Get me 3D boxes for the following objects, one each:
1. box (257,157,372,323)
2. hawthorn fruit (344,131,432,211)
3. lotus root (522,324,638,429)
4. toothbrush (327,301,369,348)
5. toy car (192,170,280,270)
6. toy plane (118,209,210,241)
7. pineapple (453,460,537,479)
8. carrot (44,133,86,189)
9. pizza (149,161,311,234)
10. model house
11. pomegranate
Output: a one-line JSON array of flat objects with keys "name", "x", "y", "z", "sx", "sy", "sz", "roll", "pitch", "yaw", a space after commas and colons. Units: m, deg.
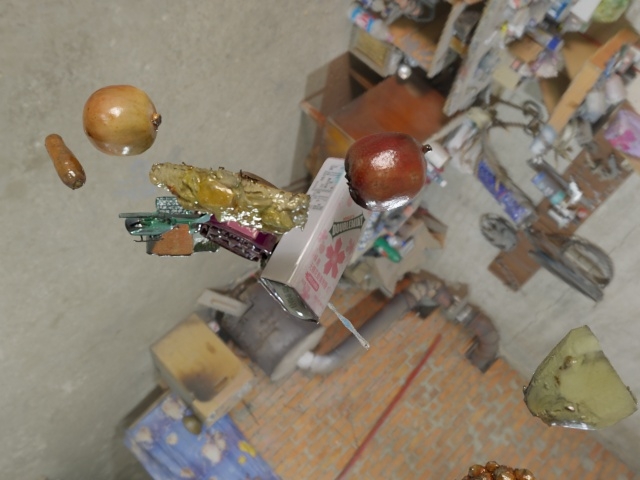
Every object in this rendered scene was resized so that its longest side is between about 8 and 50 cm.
[{"name": "box", "x": 0.000, "y": 0.000, "z": 1.460, "sx": 0.369, "sy": 0.112, "sz": 0.190, "roll": -60, "pitch": 142, "yaw": -23}, {"name": "hawthorn fruit", "x": 0.142, "y": -0.145, "z": 1.240, "sx": 0.188, "sy": 0.168, "sz": 0.169, "roll": -17, "pitch": 165, "yaw": 3}, {"name": "lotus root", "x": 0.373, "y": 0.221, "z": 0.883, "sx": 0.144, "sy": 0.143, "sz": 0.070, "roll": -41, "pitch": -170, "yaw": 18}, {"name": "toothbrush", "x": 0.058, "y": 0.183, "z": 1.327, "sx": 0.017, "sy": 0.162, "sz": 0.014, "roll": 28, "pitch": 102, "yaw": -41}, {"name": "toy car", "x": -0.205, "y": -0.076, "z": 1.725, "sx": 0.240, "sy": 0.271, "sz": 0.341, "roll": -65, "pitch": -169, "yaw": -12}, {"name": "toy plane", "x": -0.380, "y": -0.046, "z": 1.480, "sx": 0.235, "sy": 0.060, "sz": 0.096, "roll": -3, "pitch": 153, "yaw": -36}, {"name": "pineapple", "x": 0.316, "y": 0.588, "z": 1.120, "sx": 0.272, "sy": 0.262, "sz": 0.262, "roll": -30, "pitch": 157, "yaw": -49}, {"name": "carrot", "x": -0.617, "y": -0.194, "z": 1.464, "sx": 0.060, "sy": 0.186, "sz": 0.060, "roll": -29, "pitch": 151, "yaw": -18}, {"name": "pizza", "x": -0.135, "y": -0.065, "z": 1.090, "sx": 0.223, "sy": 0.324, "sz": 0.089, "roll": 9, "pitch": -96, "yaw": 61}, {"name": "model house", "x": -0.455, "y": -0.103, "z": 2.055, "sx": 0.253, "sy": 0.184, "sz": 0.291, "roll": 0, "pitch": 121, "yaw": -17}, {"name": "pomegranate", "x": -0.494, "y": -0.293, "z": 1.519, "sx": 0.191, "sy": 0.191, "sz": 0.191, "roll": -43, "pitch": 165, "yaw": -15}]
